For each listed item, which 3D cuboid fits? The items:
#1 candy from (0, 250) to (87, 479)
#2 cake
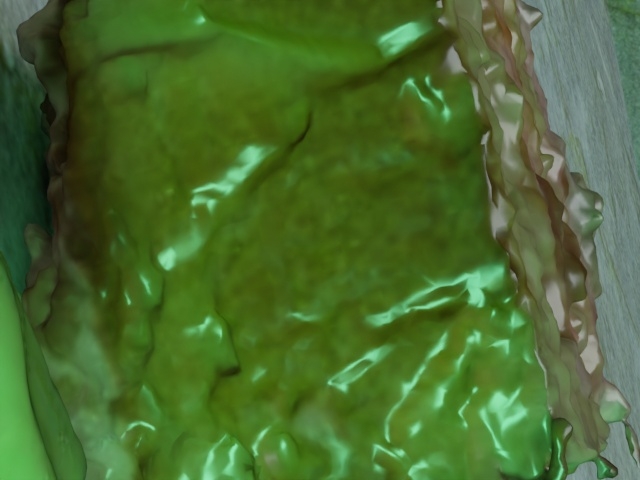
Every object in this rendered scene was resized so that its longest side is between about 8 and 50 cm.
[{"bbox_3d":[-0.200,-0.018,0.656,0.132,0.142,0.343,-95,164,-63],"label":"candy"},{"bbox_3d":[0.000,0.000,0.986,0.307,0.293,0.314,4,77,-76],"label":"cake"}]
